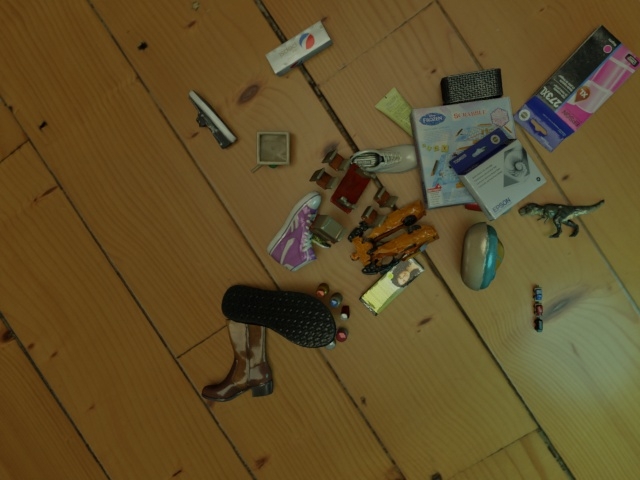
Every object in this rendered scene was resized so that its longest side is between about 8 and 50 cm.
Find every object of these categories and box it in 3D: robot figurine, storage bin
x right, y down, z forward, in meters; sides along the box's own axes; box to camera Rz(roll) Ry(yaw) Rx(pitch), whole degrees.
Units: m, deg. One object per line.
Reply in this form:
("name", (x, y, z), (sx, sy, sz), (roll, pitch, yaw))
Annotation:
("robot figurine", (0.234, -0.001, 1.907), (0.290, 0.085, 0.211), (-28, 59, 11))
("storage bin", (0.478, -0.483, 1.826), (0.180, 0.122, 0.085), (-8, 95, 9))

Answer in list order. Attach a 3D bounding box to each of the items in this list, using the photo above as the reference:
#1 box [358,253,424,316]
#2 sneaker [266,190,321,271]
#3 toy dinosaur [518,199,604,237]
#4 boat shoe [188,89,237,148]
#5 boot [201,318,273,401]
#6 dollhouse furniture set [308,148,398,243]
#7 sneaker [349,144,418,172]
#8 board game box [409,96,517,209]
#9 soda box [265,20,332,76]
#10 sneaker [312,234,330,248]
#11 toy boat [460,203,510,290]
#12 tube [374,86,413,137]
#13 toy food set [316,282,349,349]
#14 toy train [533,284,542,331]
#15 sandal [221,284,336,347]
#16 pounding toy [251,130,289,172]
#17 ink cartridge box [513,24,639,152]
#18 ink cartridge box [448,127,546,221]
("box", (0.241, 0.147, 1.958), (0.087, 0.058, 0.232), (44, 100, 2))
("sneaker", (-0.047, -0.020, 1.948), (0.161, 0.102, 0.282), (41, 111, 18))
("toy dinosaur", (0.786, -0.069, 1.861), (0.267, 0.064, 0.118), (-2, 89, 5))
("boat shoe", (-0.386, -0.412, 1.982), (0.076, 0.080, 0.228), (-41, 97, 8))
("boot", (-0.309, 0.421, 2.045), (0.263, 0.096, 0.281), (-7, 94, 9))
("dollhouse furniture set", (0.072, -0.124, 1.861), (0.262, 0.135, 0.259), (36, 80, -16))
("sneaker", (0.218, -0.263, 1.901), (0.257, 0.091, 0.094), (-9, 95, 9))
("board game box", (0.465, -0.275, 1.823), (0.318, 0.066, 0.318), (-8, 84, -3))
("soda box", (-0.071, -0.636, 1.914), (0.216, 0.069, 0.074), (-29, 91, 9))
("sneaker", (0.000, 0.000, 1.989), (0.083, 0.031, 0.035), (26, 98, 5))
("toy boat", (0.530, -0.009, 1.830), (0.147, 0.268, 0.319), (5, 65, 12))
("tube", (0.296, -0.393, 1.898), (0.240, 0.070, 0.062), (45, 138, 4))
("toy food set", (0.041, 0.268, 1.974), (0.111, 0.104, 0.233), (-2, 96, 8))
("toy train", (0.723, 0.228, 1.910), (0.027, 0.036, 0.159), (-3, 95, 8))
("sandal", (-0.132, 0.250, 1.976), (0.445, 0.107, 0.168), (14, 78, 27))
("pounding toy", (-0.173, -0.299, 1.961), (0.129, 0.100, 0.141), (0, 99, -6))
("ink cartridge box", (0.805, -0.474, 1.815), (0.175, 0.069, 0.371), (43, 102, 2))
("ink cartridge box", (0.539, -0.209, 1.749), (0.223, 0.045, 0.224), (-35, 87, -13))
